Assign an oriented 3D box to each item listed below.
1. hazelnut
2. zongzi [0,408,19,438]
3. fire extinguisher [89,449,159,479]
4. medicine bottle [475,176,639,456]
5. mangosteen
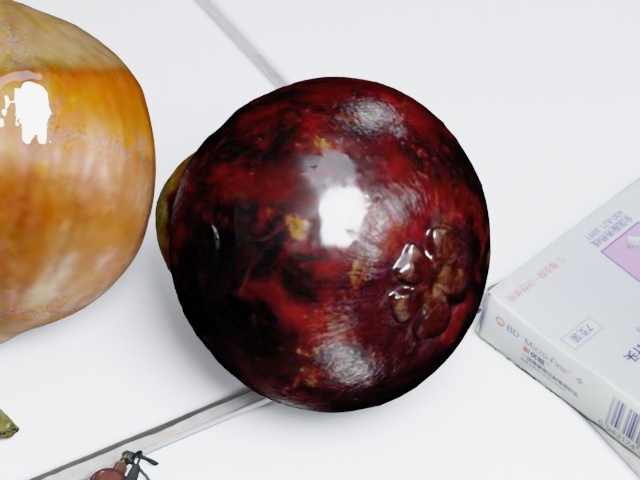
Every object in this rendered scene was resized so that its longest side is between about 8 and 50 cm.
[{"bbox_3d":[-0.198,-0.042,1.003,0.214,0.214,0.176,33,18,23],"label":"hazelnut"},{"bbox_3d":[-0.288,0.093,0.949,0.160,0.176,0.078,-39,16,0],"label":"zongzi"},{"bbox_3d":[-0.116,0.143,0.922,0.032,0.046,0.100,27,47,0],"label":"fire extinguisher"},{"bbox_3d":[0.227,0.046,1.077,0.201,0.052,0.171,-33,58,-33],"label":"medicine bottle"},{"bbox_3d":[0.000,0.000,0.987,0.210,0.210,0.210,5,44,-5],"label":"mangosteen"}]
